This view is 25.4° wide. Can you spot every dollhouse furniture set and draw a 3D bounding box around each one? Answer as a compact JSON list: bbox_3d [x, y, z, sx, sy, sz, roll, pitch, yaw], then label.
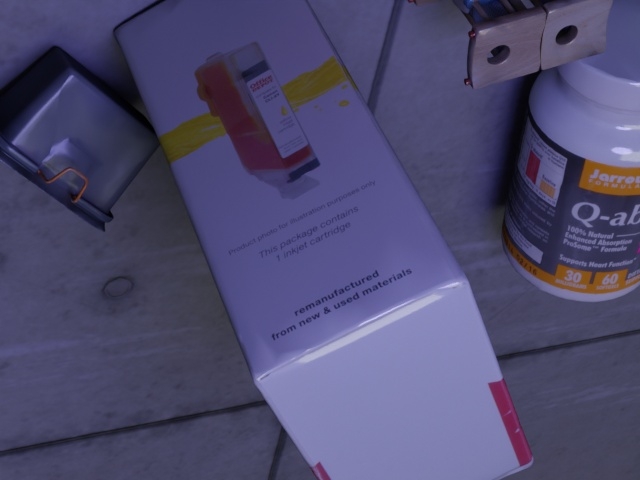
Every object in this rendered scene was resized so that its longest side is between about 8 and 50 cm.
[{"bbox_3d":[0.155,-0.245,1.156,0.129,0.129,0.184,-18,140,-13],"label":"dollhouse furniture set"}]

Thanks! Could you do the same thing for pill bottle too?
[{"bbox_3d":[0.272,-0.085,1.373,0.162,0.162,0.278,-14,139,-17],"label":"pill bottle"}]

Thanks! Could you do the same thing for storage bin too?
[{"bbox_3d":[-0.198,-0.084,1.143,0.091,0.098,0.135,-47,126,6],"label":"storage bin"}]

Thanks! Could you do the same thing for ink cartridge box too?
[{"bbox_3d":[0.000,0.000,1.130,0.160,0.385,0.279,-26,141,2],"label":"ink cartridge box"}]
